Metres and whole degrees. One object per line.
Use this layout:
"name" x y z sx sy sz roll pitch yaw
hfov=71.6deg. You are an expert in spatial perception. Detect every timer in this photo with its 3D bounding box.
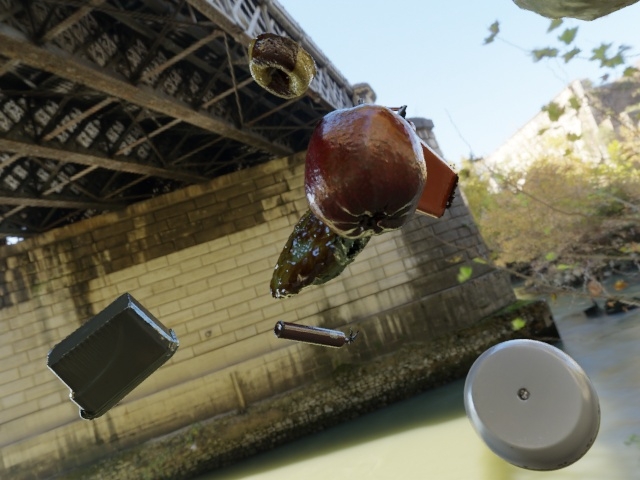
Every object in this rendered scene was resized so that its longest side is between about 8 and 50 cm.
"timer" 0.469 0.371 0.982 0.285 0.285 0.285 -19 -7 -2

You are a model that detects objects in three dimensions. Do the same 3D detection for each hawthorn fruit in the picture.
"hawthorn fruit" 0.054 -0.104 0.571 0.156 0.194 0.157 -2 -19 -1

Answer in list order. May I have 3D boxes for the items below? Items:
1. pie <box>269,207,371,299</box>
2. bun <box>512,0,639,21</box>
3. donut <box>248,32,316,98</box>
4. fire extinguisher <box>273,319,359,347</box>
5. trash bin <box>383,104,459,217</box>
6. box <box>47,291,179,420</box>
"pie" 0.000 0.000 1.059 0.288 0.103 0.355 -26 29 49
"bun" 0.352 -0.482 0.607 0.359 0.360 0.211 -20 -4 6
"donut" -0.104 -0.442 1.143 0.166 0.074 0.184 -9 -31 41
"fire extinguisher" -0.008 0.164 0.765 0.173 0.035 0.049 19 -38 -37
"trash bin" 0.163 -0.149 0.903 0.238 0.185 0.161 17 2 -40
"box" -0.510 0.274 1.080 0.274 0.178 0.138 -40 28 -15
